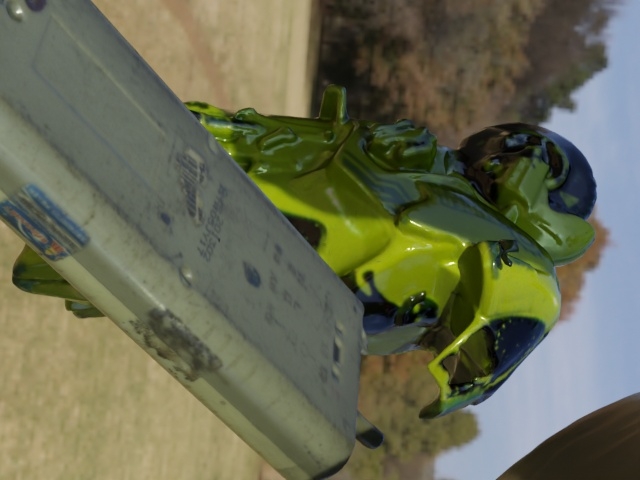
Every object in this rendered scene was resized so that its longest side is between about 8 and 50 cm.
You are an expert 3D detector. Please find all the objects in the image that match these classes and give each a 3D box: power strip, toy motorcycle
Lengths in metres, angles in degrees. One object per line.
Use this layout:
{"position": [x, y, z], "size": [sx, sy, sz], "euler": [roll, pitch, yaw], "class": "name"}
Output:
{"position": [-0.047, 0.004, 0.463], "size": [0.268, 0.034, 0.092], "euler": [48, 31, -35], "class": "power strip"}
{"position": [0.000, 0.002, 0.737], "size": [0.206, 0.343, 0.142], "euler": [-92, -171, -48], "class": "toy motorcycle"}

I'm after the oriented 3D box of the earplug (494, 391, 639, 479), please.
{"position": [0.179, 0.189, 0.414], "size": [0.394, 0.313, 0.312], "euler": [104, -10, -81], "class": "earplug"}
